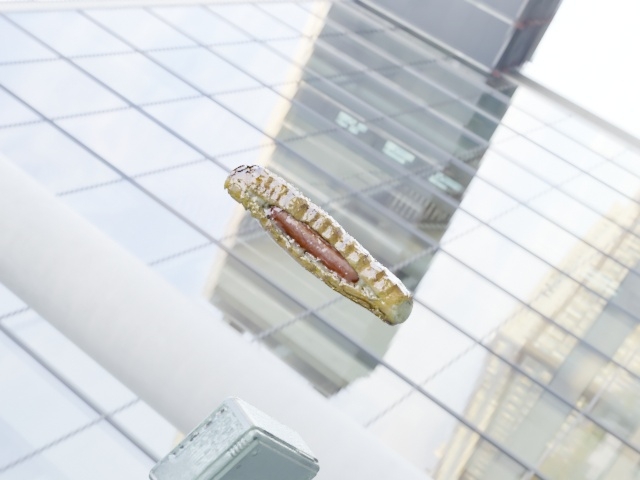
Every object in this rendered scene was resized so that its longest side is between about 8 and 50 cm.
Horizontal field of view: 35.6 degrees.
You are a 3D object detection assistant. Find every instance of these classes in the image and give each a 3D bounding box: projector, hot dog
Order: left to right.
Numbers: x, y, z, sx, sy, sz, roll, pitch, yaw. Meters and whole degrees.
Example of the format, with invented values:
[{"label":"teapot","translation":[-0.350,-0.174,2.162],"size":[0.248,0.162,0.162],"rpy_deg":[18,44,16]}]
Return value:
[{"label":"projector","translation":[-0.131,0.375,1.607],"size":[0.192,0.099,0.256],"rpy_deg":[-42,-34,1]},{"label":"hot dog","translation":[0.001,0.000,1.240],"size":[0.068,0.289,0.083],"rpy_deg":[-56,-13,20]}]
